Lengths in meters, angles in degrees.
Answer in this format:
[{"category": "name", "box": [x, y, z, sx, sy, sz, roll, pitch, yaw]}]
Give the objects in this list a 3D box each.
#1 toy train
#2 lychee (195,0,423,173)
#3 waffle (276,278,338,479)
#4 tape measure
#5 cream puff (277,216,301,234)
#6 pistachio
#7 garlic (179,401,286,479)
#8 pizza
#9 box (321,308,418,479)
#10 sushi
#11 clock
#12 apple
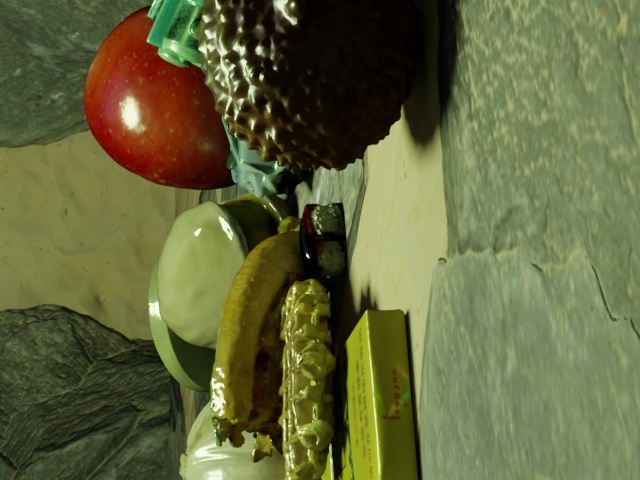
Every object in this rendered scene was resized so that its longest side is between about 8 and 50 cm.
[{"category": "toy train", "box": [-0.108, -0.340, 1.835, 0.298, 0.120, 0.194, -65, 12, 5]}, {"category": "lychee", "box": [-0.010, -0.159, 1.252, 0.238, 0.200, 0.200, 63, -158, -67]}, {"category": "waffle", "box": [-0.014, 0.130, 1.476, 0.192, 0.046, 0.160, -103, 17, -58]}, {"category": "tape measure", "box": [-0.068, -0.144, 1.862, 0.182, 0.107, 0.181, -132, 36, -80]}, {"category": "cream puff", "box": [-0.021, 0.014, 1.740, 0.058, 0.083, 0.083, -14, -85, -55]}, {"category": "pistachio", "box": [-0.119, 0.049, 2.018, 0.197, 0.166, 0.288, 60, 156, 18]}, {"category": "garlic", "box": [-0.090, 0.279, 1.859, 0.228, 0.152, 0.227, -178, 90, -75]}, {"category": "pizza", "box": [-0.030, 0.128, 1.618, 0.289, 0.081, 0.228, -69, -34, -51]}, {"category": "box", "box": [0.038, 0.174, 1.425, 0.279, 0.041, 0.153, 117, 151, -68]}, {"category": "sushi", "box": [0.000, 0.000, 1.625, 0.044, 0.046, 0.083, 109, 159, -64]}, {"category": "clock", "box": [-0.160, 0.098, 2.210, 0.235, 0.029, 0.235, 15, -107, -57]}, {"category": "apple", "box": [-0.179, -0.189, 2.046, 0.260, 0.260, 0.216, -119, 44, -71]}]
